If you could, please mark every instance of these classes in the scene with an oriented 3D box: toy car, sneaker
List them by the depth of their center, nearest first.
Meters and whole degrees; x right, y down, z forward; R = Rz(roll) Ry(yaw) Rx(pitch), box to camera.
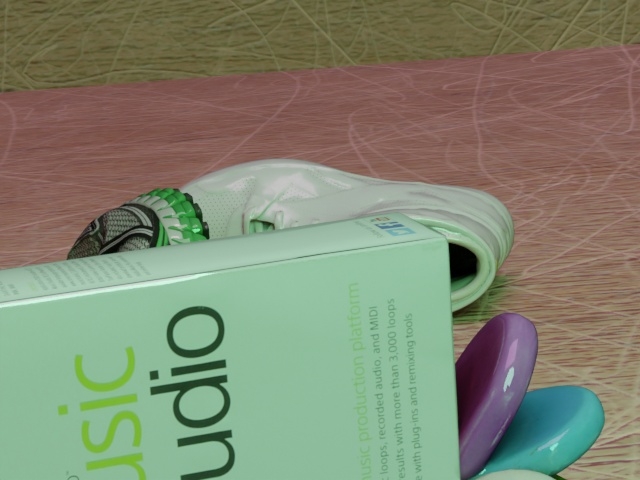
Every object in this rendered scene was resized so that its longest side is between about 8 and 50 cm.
[{"bbox_3d":[0.062,0.095,0.940,0.182,0.136,0.159,18,11,-8],"label":"toy car"},{"bbox_3d":[-0.133,0.053,1.227,0.146,0.134,0.343,-7,15,-12],"label":"sneaker"},{"bbox_3d":[0.000,0.000,1.464,0.293,0.108,0.169,0,11,9],"label":"sneaker"}]

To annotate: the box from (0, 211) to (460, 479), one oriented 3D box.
[{"bbox_3d":[-0.100,0.125,0.715,0.322,0.232,0.058,-9,14,-17],"label":"box"}]
